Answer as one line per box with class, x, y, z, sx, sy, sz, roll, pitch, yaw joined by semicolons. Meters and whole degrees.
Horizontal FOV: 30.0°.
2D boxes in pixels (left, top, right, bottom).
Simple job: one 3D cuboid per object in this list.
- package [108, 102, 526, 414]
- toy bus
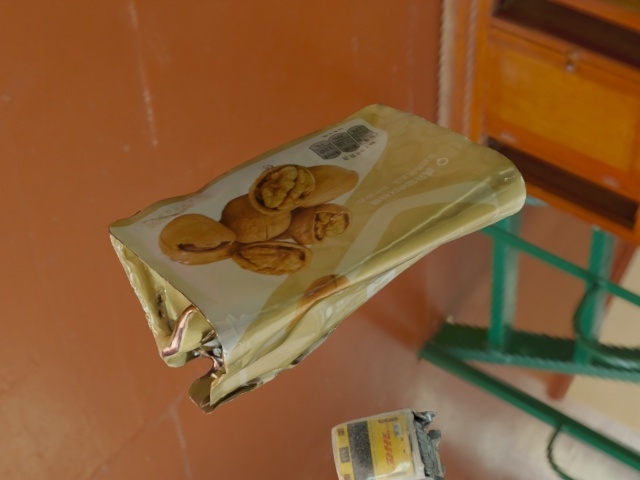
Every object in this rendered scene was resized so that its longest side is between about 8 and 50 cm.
package;0.004;0.026;1.075;0.311;0.221;0.165;-29;126;-24
toy bus;0.096;0.292;1.533;0.138;0.097;0.342;-13;161;2
